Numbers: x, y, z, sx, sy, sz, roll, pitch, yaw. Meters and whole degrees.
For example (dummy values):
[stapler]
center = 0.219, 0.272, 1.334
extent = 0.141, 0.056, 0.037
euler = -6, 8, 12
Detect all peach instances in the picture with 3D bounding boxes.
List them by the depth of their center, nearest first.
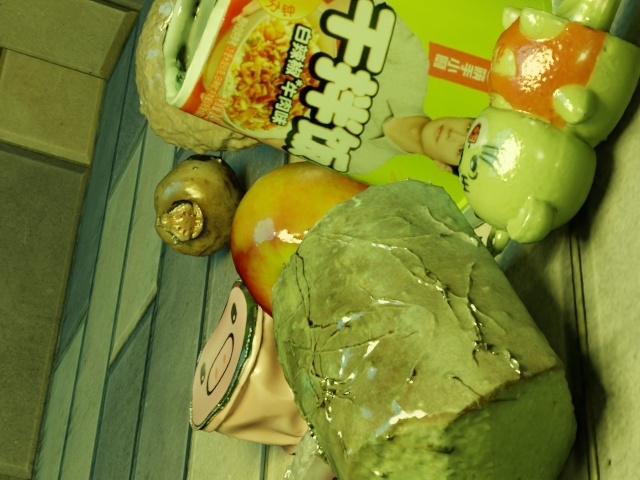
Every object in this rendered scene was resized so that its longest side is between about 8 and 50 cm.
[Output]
[peach]
center = 0.000, 0.000, 1.326
extent = 0.197, 0.197, 0.197
euler = -164, 90, -72

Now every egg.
[egg]
center = -0.120, -0.259, 1.758
extent = 0.310, 0.279, 0.279
euler = -59, 19, 0

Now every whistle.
[whistle]
center = 0.183, -0.121, 0.997
extent = 0.131, 0.106, 0.288
euler = -130, 58, -76

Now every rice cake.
[rice cake]
center = 0.031, 0.174, 1.282
extent = 0.270, 0.055, 0.049
euler = -59, 34, 37

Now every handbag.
[handbag]
center = -0.065, 0.145, 1.484
extent = 0.179, 0.116, 0.205
euler = -97, 28, -53

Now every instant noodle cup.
[instant noodle cup]
center = 0.031, -0.188, 1.180
extent = 0.294, 0.308, 0.294
euler = -164, 90, -72

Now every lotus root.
[lotus root]
center = -0.186, -0.063, 1.988
extent = 0.257, 0.140, 0.154
euler = -93, 11, -68

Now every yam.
[yam]
center = 0.076, 0.104, 0.984
extent = 0.271, 0.201, 0.202
euler = 52, 166, 51
